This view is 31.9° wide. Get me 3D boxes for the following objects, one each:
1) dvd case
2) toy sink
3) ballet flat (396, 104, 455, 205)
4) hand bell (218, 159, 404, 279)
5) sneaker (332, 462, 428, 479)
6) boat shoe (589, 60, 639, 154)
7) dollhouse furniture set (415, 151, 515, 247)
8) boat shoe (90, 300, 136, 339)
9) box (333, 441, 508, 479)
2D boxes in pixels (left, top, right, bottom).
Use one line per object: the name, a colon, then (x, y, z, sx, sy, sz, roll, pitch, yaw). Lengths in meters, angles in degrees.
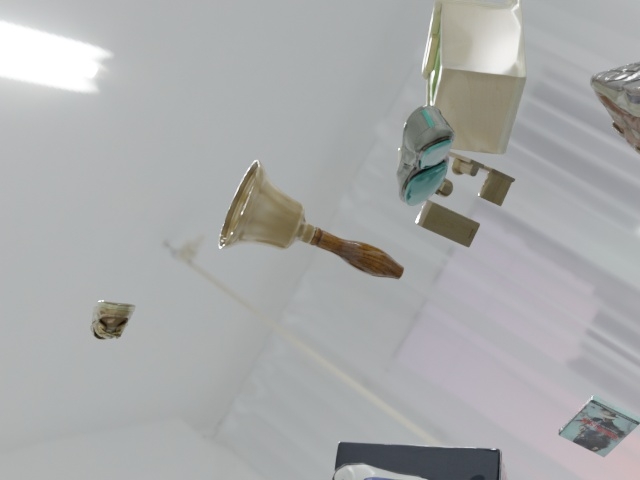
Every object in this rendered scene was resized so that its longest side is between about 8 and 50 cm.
dvd case: (0.448, 0.300, 1.800, 0.119, 0.087, 0.013, -62, 1, 46)
toy sink: (0.223, -0.266, 1.667, 0.153, 0.131, 0.234, 98, 179, -49)
ballet flat: (0.133, -0.115, 1.473, 0.072, 0.068, 0.213, -23, -17, -11)
hand bell: (0.000, 0.000, 1.477, 0.126, 0.242, 0.126, -60, 14, 26)
sneaker: (0.052, 0.356, 1.287, 0.315, 0.182, 0.127, -18, -66, -41)
boat shoe: (0.416, -0.160, 1.407, 0.324, 0.123, 0.116, -66, -38, -72)
dollhouse furniture set: (0.246, -0.084, 2.087, 0.144, 0.123, 0.151, 22, -85, -27)
boat shoe: (-0.266, 0.104, 1.429, 0.135, 0.050, 0.045, 149, 128, -71)
box: (0.192, 0.498, 2.024, 0.294, 0.296, 0.183, 67, -153, -57)
